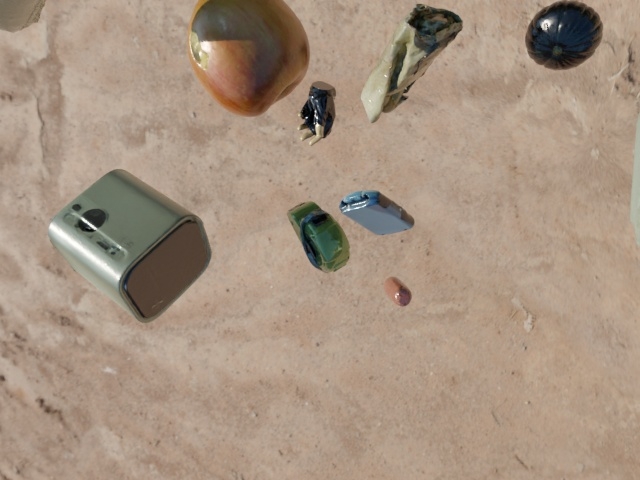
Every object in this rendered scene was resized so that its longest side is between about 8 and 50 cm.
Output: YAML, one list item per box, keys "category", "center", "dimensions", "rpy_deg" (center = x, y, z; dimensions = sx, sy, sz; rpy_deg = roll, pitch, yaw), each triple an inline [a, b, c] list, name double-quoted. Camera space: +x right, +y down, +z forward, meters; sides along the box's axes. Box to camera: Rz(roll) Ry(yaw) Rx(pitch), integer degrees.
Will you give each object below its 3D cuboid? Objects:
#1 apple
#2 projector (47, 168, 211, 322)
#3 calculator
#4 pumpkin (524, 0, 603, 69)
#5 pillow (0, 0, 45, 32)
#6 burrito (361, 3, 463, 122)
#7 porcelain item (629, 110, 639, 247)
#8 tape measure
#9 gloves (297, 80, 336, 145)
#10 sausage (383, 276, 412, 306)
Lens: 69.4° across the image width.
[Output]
- category: "apple"
  center: [-0.153, -0.394, 0.949]
  dimensions: [0.242, 0.242, 0.241]
  rpy_deg: [-37, 101, 31]
- category: "projector"
  center: [-0.449, 0.012, 1.123]
  dimensions: [0.249, 0.248, 0.248]
  rpy_deg: [31, 150, 18]
- category: "calculator"
  center: [0.192, -0.087, 1.542]
  dimensions: [0.173, 0.293, 0.051]
  rpy_deg: [-14, 61, 38]
- category: "pumpkin"
  center: [0.666, -0.563, 1.274]
  dimensions: [0.194, 0.194, 0.150]
  rpy_deg: [-1, 72, 31]
- category: "pillow"
  center: [-0.489, -0.411, 0.622]
  dimensions: [0.322, 0.255, 0.120]
  rpy_deg: [1, 72, 46]
- category: "burrito"
  center: [0.229, -0.488, 1.294]
  dimensions: [0.135, 0.190, 0.332]
  rpy_deg: [42, 145, 0]
- category: "porcelain item"
  center: [0.505, -0.121, 0.563]
  dimensions: [0.157, 0.281, 0.286]
  rpy_deg: [7, 82, 19]
- category: "tape measure"
  center: [0.000, 0.000, 1.190]
  dimensions: [0.200, 0.106, 0.175]
  rpy_deg: [66, 164, -12]
- category: "gloves"
  center: [-0.011, -0.430, 1.599]
  dimensions: [0.164, 0.124, 0.203]
  rpy_deg: [-116, 29, -52]
- category: "sausage"
  center: [0.231, 0.152, 1.395]
  dimensions: [0.062, 0.154, 0.062]
  rpy_deg: [-1, 100, -6]
